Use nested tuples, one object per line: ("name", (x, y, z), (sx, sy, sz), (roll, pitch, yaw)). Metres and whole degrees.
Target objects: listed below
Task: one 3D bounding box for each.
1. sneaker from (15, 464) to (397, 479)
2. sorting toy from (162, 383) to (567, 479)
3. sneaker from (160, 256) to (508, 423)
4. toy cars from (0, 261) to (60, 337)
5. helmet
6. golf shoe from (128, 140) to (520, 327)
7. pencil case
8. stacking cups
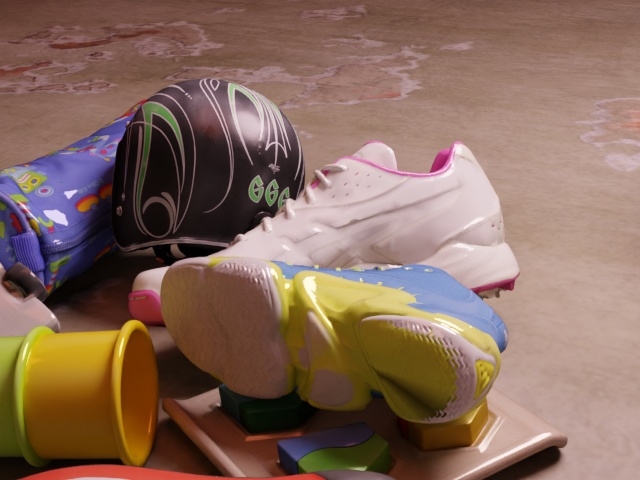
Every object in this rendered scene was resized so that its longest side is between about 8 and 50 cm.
("sneaker", (-0.069, 0.176, 0.506), (0.270, 0.090, 0.145), (-2, 20, -8))
("sorting toy", (0.025, 0.113, 0.720), (0.208, 0.038, 0.193), (-14, 25, -28))
("sneaker", (0.014, 0.057, 0.728), (0.240, 0.091, 0.126), (16, 19, 29))
("toy cars", (-0.382, 0.045, 0.851), (0.393, 0.087, 0.177), (1, 60, 5))
("helmet", (-0.094, -0.059, 0.935), (0.169, 0.162, 0.169), (4, -15, 1))
("golf shoe", (0.000, 0.000, 0.844), (0.306, 0.140, 0.115), (-8, -3, -18))
("pencil case", (-0.211, -0.039, 1.007), (0.133, 0.119, 0.306), (-5, 19, 30))
("stacking cups", (-0.269, 0.108, 0.717), (0.316, 0.096, 0.096), (-4, 22, 8))
